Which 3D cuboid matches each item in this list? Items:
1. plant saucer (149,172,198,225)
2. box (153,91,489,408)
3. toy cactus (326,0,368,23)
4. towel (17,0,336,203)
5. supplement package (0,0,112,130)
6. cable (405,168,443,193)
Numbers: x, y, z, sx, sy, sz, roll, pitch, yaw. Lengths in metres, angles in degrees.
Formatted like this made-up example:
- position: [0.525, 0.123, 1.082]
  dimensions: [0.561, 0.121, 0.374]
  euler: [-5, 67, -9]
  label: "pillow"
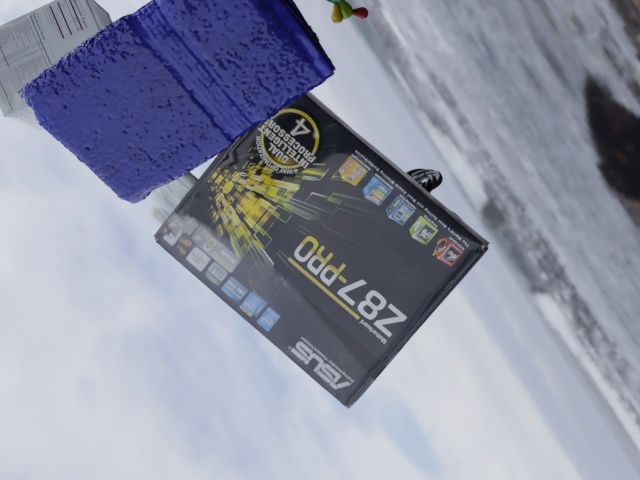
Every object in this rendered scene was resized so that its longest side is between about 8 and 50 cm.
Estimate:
- position: [-0.198, -0.014, 2.109]
  dimensions: [0.400, 0.100, 0.400]
  euler: [41, 176, 4]
  label: "plant saucer"
- position: [0.000, 0.000, 1.739]
  dimensions: [0.395, 0.318, 0.097]
  euler: [41, -168, 6]
  label: "box"
- position: [0.035, -0.409, 1.816]
  dimensions: [0.219, 0.180, 0.112]
  euler: [133, 135, -66]
  label: "toy cactus"
- position: [-0.161, -0.192, 1.350]
  dimensions: [0.227, 0.308, 0.076]
  euler: [49, -169, -46]
  label: "towel"
- position: [-0.447, -0.303, 2.006]
  dimensions: [0.194, 0.203, 0.149]
  euler: [16, -130, -86]
  label: "supplement package"
- position: [0.156, -0.083, 2.129]
  dimensions: [0.047, 0.150, 0.184]
  euler: [66, 172, -13]
  label: "cable"
